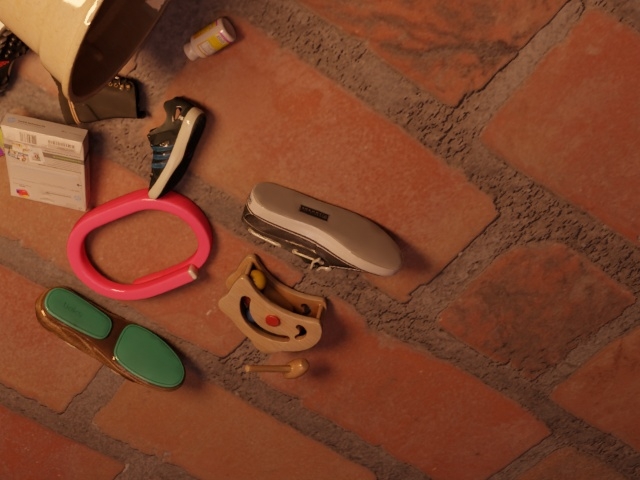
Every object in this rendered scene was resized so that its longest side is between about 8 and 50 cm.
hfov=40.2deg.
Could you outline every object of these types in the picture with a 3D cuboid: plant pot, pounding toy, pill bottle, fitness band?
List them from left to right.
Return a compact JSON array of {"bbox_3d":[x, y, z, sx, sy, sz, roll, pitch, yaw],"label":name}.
[{"bbox_3d":[-0.388,-0.420,1.250,0.305,0.334,0.334,34,123,-4],"label":"plant pot"},{"bbox_3d":[-0.350,0.011,1.688,0.291,0.054,0.209,-21,121,18],"label":"fitness band"},{"bbox_3d":[-0.182,-0.327,1.433,0.083,0.043,0.043,-25,119,22],"label":"pill bottle"},{"bbox_3d":[-0.082,0.167,1.707,0.154,0.154,0.269,-26,119,27],"label":"pounding toy"}]

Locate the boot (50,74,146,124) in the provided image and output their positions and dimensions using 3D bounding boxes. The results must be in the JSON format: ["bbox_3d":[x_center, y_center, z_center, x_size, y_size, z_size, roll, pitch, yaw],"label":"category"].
[{"bbox_3d":[-0.377,-0.286,1.474,0.137,0.076,0.197,-2,139,2],"label":"boot"}]

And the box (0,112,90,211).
[{"bbox_3d":[-0.491,-0.138,1.579,0.145,0.038,0.186,12,139,-2],"label":"box"}]

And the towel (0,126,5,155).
[{"bbox_3d":[-0.611,-0.179,1.606,0.083,0.009,0.060,-13,122,14],"label":"towel"}]

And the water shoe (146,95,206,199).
[{"bbox_3d":[-0.270,-0.165,1.555,0.080,0.073,0.203,37,120,7],"label":"water shoe"}]

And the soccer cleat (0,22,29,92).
[{"bbox_3d":[-0.572,-0.320,1.459,0.318,0.109,0.116,-36,82,38],"label":"soccer cleat"}]

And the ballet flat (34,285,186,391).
[{"bbox_3d":[-0.444,0.217,1.822,0.342,0.116,0.124,32,143,-15],"label":"ballet flat"}]

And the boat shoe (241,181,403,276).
[{"bbox_3d":[-0.001,0.003,1.610,0.306,0.113,0.105,21,131,-6],"label":"boat shoe"}]
